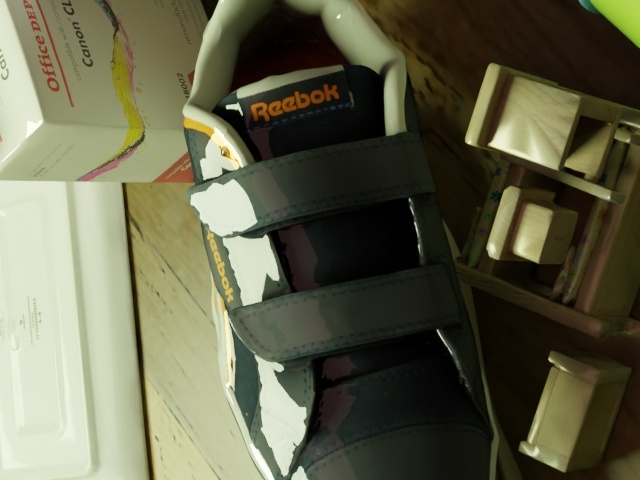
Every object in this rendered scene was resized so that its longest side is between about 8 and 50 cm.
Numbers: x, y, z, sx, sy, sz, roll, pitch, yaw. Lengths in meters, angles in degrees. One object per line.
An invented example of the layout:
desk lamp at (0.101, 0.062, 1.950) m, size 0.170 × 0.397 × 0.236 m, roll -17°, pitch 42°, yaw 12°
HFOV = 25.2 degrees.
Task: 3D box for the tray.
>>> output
tray at (-0.189, 0.052, 0.972) m, size 0.145 × 0.030 × 0.270 m, roll -12°, pitch 81°, yaw 36°

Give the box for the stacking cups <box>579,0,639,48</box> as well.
stacking cups at (0.135, -0.161, 0.710) m, size 0.316 × 0.096 × 0.096 m, roll 47°, pitch 114°, yaw 29°

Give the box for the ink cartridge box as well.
ink cartridge box at (-0.147, -0.099, 0.842) m, size 0.067 × 0.198 × 0.115 m, roll -37°, pitch 67°, yaw 38°

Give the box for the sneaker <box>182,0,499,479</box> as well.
sneaker at (0.000, 0.000, 0.692) m, size 0.126 × 0.127 × 0.321 m, roll -14°, pitch 60°, yaw -7°

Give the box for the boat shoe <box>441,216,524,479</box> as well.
boat shoe at (0.028, 0.070, 0.776) m, size 0.109 × 0.091 × 0.305 m, roll -30°, pitch 71°, yaw 31°

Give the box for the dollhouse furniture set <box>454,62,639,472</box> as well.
dollhouse furniture set at (0.087, 0.011, 0.693) m, size 0.101 × 0.161 × 0.182 m, roll 23°, pitch 100°, yaw 35°
